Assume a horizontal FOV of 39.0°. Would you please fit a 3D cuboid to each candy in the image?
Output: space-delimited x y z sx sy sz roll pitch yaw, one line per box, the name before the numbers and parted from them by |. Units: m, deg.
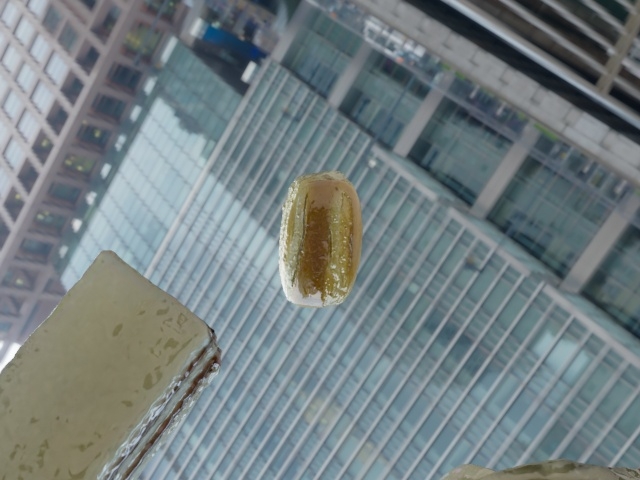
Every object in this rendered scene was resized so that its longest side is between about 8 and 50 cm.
candy | -0.268 0.191 1.034 0.179 0.321 0.135 30 159 17

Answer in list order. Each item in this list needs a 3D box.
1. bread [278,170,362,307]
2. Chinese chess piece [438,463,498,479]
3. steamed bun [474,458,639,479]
bread | 0.000 0.000 1.568 0.140 0.236 0.106 1 -165 -11
Chinese chess piece | 0.284 0.464 1.394 0.273 0.102 0.273 36 155 20
steamed bun | 0.157 0.190 0.537 0.212 0.110 0.231 2 -174 12
